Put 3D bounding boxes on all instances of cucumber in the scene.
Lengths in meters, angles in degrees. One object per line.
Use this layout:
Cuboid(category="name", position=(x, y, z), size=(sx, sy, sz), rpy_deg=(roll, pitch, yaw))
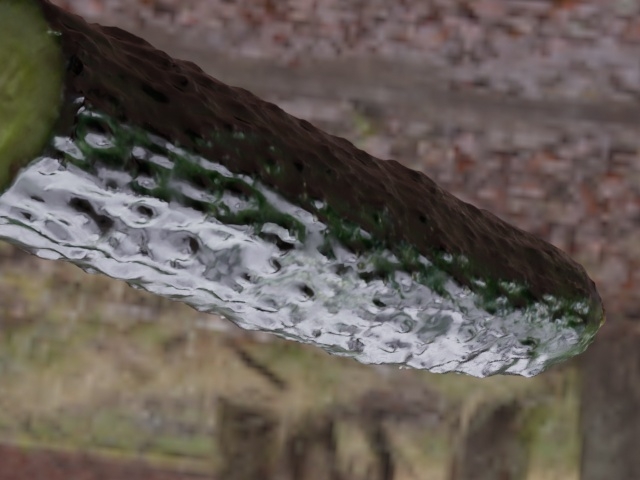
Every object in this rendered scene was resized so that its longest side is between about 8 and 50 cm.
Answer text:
Cuboid(category="cucumber", position=(0.000, 0.000, 0.596), size=(0.067, 0.067, 0.293), rpy_deg=(-1, 165, 40))
